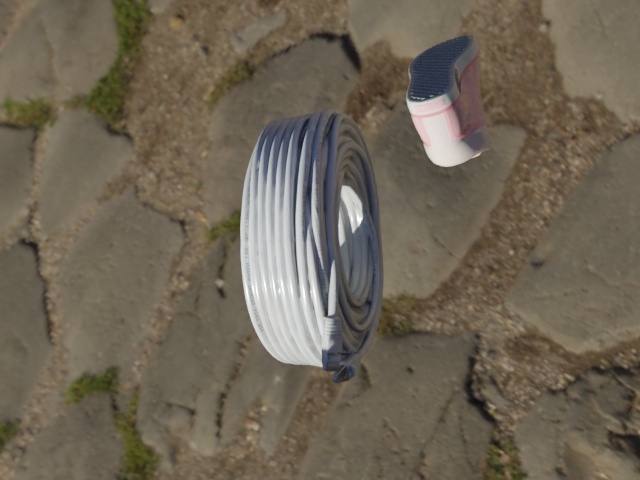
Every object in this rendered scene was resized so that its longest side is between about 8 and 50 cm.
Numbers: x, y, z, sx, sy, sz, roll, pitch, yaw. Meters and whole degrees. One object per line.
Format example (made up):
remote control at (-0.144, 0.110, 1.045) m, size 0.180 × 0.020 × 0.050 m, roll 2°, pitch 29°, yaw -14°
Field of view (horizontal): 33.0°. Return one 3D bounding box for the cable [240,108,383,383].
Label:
cable at (0.000, 0.000, 1.077) m, size 0.089 × 0.257 × 0.257 m, roll -5°, pitch 95°, yaw 17°

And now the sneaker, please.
sneaker at (0.098, -0.101, 0.802) m, size 0.051 × 0.070 × 0.134 m, roll -14°, pitch 26°, yaw 22°
